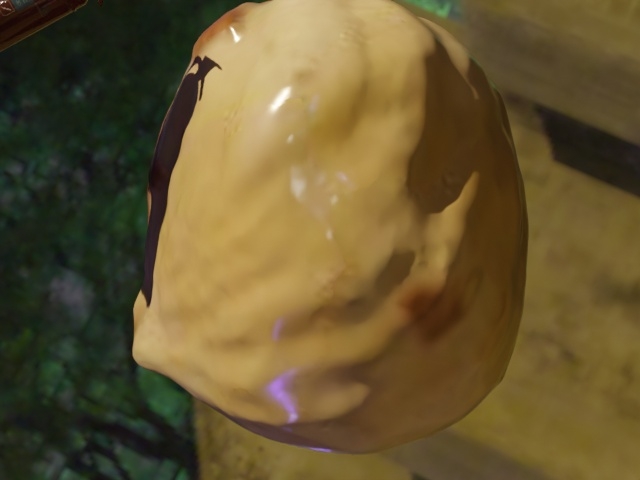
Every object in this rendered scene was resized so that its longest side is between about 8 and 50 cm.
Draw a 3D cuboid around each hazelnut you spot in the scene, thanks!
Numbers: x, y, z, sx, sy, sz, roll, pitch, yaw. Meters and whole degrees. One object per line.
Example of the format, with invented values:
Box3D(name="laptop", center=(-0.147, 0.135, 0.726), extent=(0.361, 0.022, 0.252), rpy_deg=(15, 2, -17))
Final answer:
Box3D(name="hazelnut", center=(0.000, 0.000, 0.873), extent=(0.241, 0.261, 0.261), rpy_deg=(-21, -29, -10))

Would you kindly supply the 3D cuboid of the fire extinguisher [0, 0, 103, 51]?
Box3D(name="fire extinguisher", center=(-0.163, -0.118, 0.795), extent=(0.132, 0.056, 0.039), rpy_deg=(-29, -25, 2))
